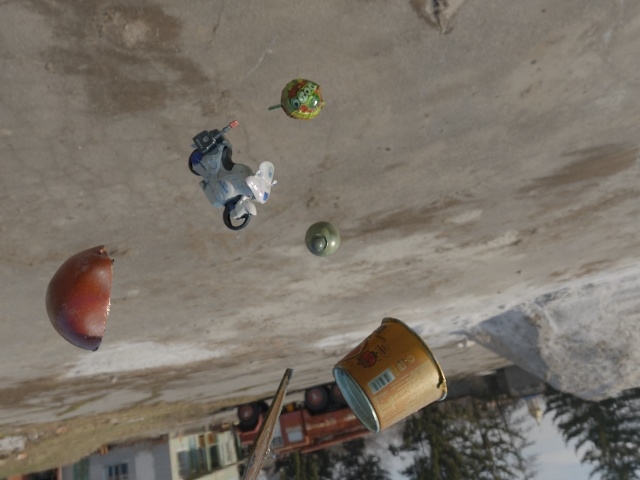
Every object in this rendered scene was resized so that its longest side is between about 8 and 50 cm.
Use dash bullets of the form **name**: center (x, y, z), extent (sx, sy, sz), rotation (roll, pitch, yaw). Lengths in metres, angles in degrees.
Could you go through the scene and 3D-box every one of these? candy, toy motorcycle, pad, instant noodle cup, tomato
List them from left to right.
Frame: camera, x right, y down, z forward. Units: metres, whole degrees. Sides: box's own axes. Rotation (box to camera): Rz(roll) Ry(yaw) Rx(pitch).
- **tomato**: center (-0.511, 0.119, 1.052), extent (0.112, 0.228, 0.199), rotation (7, 170, -34)
- **toy motorcycle**: center (-0.178, -0.139, 1.019), extent (0.150, 0.221, 0.102), rotation (-39, 163, 9)
- **pad**: center (-0.128, 0.443, 1.030), extent (0.018, 0.284, 0.286), rotation (19, -157, 6)
- **candy**: center (-0.050, -0.205, 0.752), extent (0.060, 0.061, 0.201), rotation (-5, -168, -19)
- **instant noodle cup**: center (0.140, 0.299, 1.090), extent (0.172, 0.216, 0.216), rotation (-29, 167, -21)

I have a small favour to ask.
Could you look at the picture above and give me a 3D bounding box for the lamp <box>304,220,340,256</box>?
- **lamp**: center (0.000, 0.000, 1.233), extent (0.090, 0.091, 0.163), rotation (-15, -177, 8)
